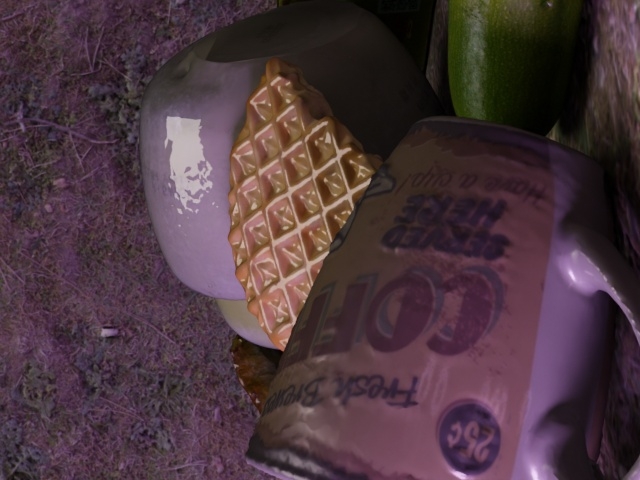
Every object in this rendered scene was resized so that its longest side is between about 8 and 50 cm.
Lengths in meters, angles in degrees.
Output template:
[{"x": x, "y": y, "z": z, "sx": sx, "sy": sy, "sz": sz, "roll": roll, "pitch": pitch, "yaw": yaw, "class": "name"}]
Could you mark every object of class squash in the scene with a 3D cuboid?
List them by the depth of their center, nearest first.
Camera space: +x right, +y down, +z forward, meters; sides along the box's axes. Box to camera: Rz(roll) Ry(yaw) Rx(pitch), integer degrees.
[{"x": 0.135, "y": -0.211, "z": 0.902, "sx": 0.101, "sy": 0.101, "sz": 0.379, "roll": -99, "pitch": 4, "yaw": -45, "class": "squash"}]

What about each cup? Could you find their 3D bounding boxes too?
[{"x": 0.113, "y": 0.061, "z": 0.868, "sx": 0.301, "sy": 0.227, "sz": 0.257, "roll": 11, "pitch": 84, "yaw": 51, "class": "cup"}]

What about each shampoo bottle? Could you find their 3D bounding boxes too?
[{"x": -0.024, "y": -0.074, "z": 1.394, "sx": 0.322, "sy": 0.322, "sz": 0.317, "roll": -106, "pitch": -6, "yaw": -66, "class": "shampoo bottle"}]

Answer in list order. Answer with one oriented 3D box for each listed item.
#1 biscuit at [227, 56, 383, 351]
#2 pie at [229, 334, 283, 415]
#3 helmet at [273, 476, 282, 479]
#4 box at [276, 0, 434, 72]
[{"x": 0.000, "y": 0.000, "z": 1.132, "sx": 0.309, "sy": 0.040, "sz": 0.205, "roll": 48, "pitch": 123, "yaw": 39, "class": "biscuit"}, {"x": 0.043, "y": 0.220, "z": 1.461, "sx": 0.355, "sy": 0.103, "sz": 0.288, "roll": 47, "pitch": -170, "yaw": 0, "class": "pie"}, {"x": 0.056, "y": 0.182, "z": 1.237, "sx": 0.258, "sy": 0.204, "sz": 0.137, "roll": -62, "pitch": -19, "yaw": -25, "class": "helmet"}, {"x": 0.036, "y": -0.234, "z": 1.526, "sx": 0.311, "sy": 0.172, "sz": 0.043, "roll": 92, "pitch": 171, "yaw": -54, "class": "box"}]
